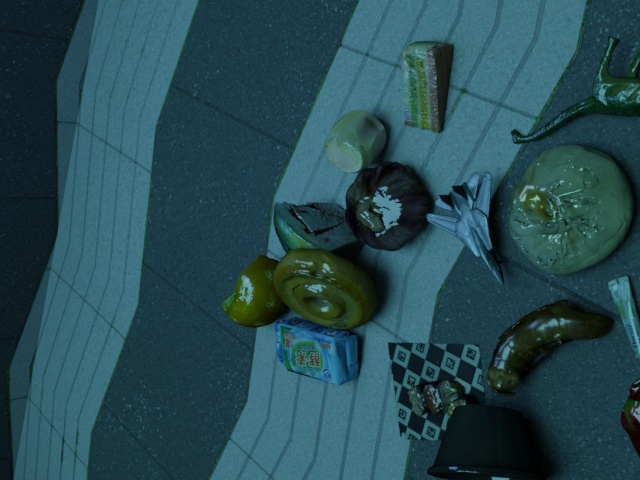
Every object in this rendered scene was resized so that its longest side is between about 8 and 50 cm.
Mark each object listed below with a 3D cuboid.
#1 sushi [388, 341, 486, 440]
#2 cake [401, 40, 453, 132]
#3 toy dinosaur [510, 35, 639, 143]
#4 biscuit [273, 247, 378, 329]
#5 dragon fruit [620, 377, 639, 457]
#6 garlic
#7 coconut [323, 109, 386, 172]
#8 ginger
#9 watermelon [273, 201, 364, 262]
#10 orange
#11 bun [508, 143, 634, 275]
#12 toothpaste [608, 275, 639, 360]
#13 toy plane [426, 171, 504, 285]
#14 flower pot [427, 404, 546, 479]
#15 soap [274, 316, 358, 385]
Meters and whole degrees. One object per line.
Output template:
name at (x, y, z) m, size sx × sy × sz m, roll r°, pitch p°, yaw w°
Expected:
sushi at (0.284, 0.392, 1.983) m, size 0.290 × 0.050 × 0.263 m, roll -9°, pitch 87°, yaw 44°
cake at (0.255, -0.387, 1.936) m, size 0.109 × 0.090 × 0.225 m, roll 15°, pitch 104°, yaw 38°
toy dinosaur at (0.608, -0.254, 1.608) m, size 0.447 × 0.087 × 0.300 m, roll 42°, pitch 119°, yaw 42°
biscuit at (0.010, 0.140, 2.086) m, size 0.296 × 0.296 × 0.102 m, roll -13°, pitch 40°, yaw 43°
dragon fruit at (0.715, 0.358, 1.496) m, size 0.269 × 0.198 × 0.200 m, roll -14°, pitch 57°, yaw 42°
garlic at (0.155, -0.087, 1.999) m, size 0.245 × 0.161 × 0.244 m, roll 3°, pitch 94°, yaw 44°
coconut at (0.096, -0.266, 2.060) m, size 0.147 × 0.152 × 0.147 m, roll 22°, pitch 139°, yaw 20°
ginger at (0.489, 0.226, 1.740) m, size 0.309 × 0.107 × 0.133 m, roll -47°, pitch 48°, yaw 31°
watermelon at (0.000, 0.000, 2.190) m, size 0.213 × 0.201 × 0.261 m, roll 46°, pitch 163°, yaw 31°
orange at (-0.186, 0.171, 2.328) m, size 0.237 × 0.179 × 0.158 m, roll -54°, pitch 55°, yaw 30°
bun at (0.520, -0.069, 1.662) m, size 0.287 × 0.146 × 0.287 m, roll 1°, pitch 92°, yaw 42°
toothpaste at (0.655, 0.173, 1.630) m, size 0.048 × 0.029 × 0.197 m, roll -25°, pitch 72°, yaw 41°
toy plane at (0.382, -0.016, 1.847) m, size 0.212 × 0.088 × 0.267 m, roll -39°, pitch 75°, yaw 39°
flower pot at (0.381, 0.472, 1.786) m, size 0.269 × 0.269 × 0.166 m, roll -16°, pitch 63°, yaw 43°
soap at (-0.017, 0.316, 2.230) m, size 0.293 × 0.077 × 0.156 m, roll 7°, pitch 110°, yaw 44°
